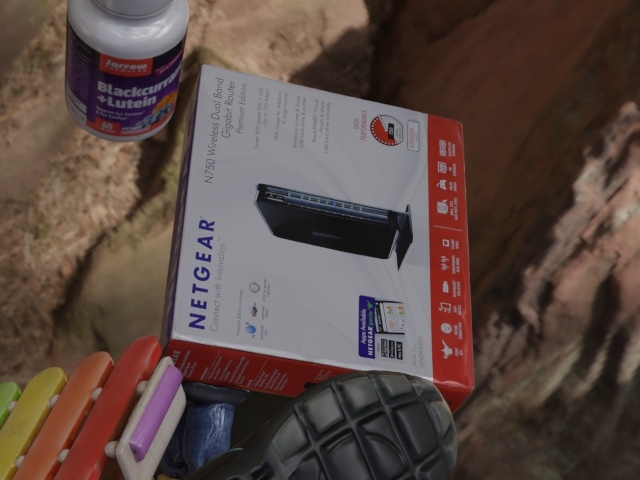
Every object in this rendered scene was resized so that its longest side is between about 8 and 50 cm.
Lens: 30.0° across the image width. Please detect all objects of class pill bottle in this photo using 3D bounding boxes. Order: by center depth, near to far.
[{"bbox_3d":[-0.175,-0.185,1.079,0.108,0.108,0.193,-22,156,-24],"label":"pill bottle"}]

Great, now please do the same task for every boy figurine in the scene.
[{"bbox_3d":[-0.150,0.277,1.202,0.092,0.177,0.285,16,84,-34],"label":"boy figurine"}]

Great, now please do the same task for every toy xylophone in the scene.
[{"bbox_3d":[-0.263,0.206,1.060,0.322,0.236,0.081,-16,122,21],"label":"toy xylophone"}]

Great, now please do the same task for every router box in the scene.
[{"bbox_3d":[0.000,0.000,1.233,0.301,0.335,0.082,11,146,-14],"label":"router box"}]

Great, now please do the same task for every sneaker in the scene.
[{"bbox_3d":[-0.039,0.150,0.683,0.267,0.101,0.106,-24,-177,-30],"label":"sneaker"}]
